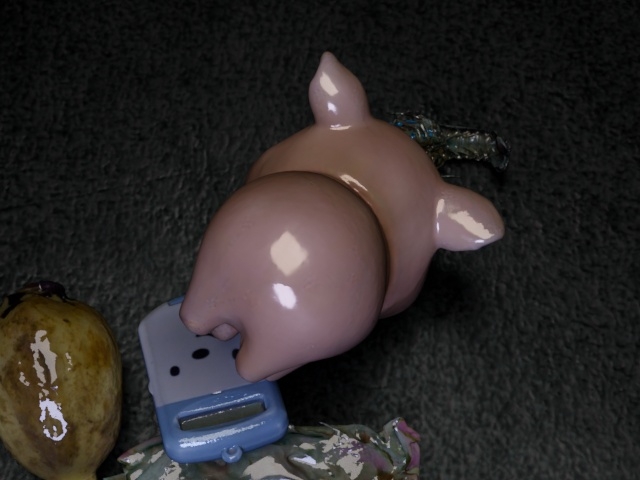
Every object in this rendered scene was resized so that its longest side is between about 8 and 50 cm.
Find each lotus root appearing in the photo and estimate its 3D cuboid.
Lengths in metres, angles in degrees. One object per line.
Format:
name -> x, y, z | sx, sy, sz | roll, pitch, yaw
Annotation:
lotus root -> -0.249, 0.145, 1.525 | 0.138, 0.138, 0.214 | -18, 81, -6

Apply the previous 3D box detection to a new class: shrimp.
shrimp -> 0.104, -0.089, 1.648 | 0.174, 0.076, 0.082 | 1, 110, -4

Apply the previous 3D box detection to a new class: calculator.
calculator -> -0.103, 0.129, 1.536 | 0.121, 0.039, 0.210 | -14, 45, -5

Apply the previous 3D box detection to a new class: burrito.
burrito -> -0.057, 0.220, 1.522 | 0.309, 0.066, 0.096 | -6, 71, 1

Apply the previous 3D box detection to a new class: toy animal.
toy animal -> 0.000, 0.000, 1.476 | 0.237, 0.326, 0.269 | 44, 94, 0
